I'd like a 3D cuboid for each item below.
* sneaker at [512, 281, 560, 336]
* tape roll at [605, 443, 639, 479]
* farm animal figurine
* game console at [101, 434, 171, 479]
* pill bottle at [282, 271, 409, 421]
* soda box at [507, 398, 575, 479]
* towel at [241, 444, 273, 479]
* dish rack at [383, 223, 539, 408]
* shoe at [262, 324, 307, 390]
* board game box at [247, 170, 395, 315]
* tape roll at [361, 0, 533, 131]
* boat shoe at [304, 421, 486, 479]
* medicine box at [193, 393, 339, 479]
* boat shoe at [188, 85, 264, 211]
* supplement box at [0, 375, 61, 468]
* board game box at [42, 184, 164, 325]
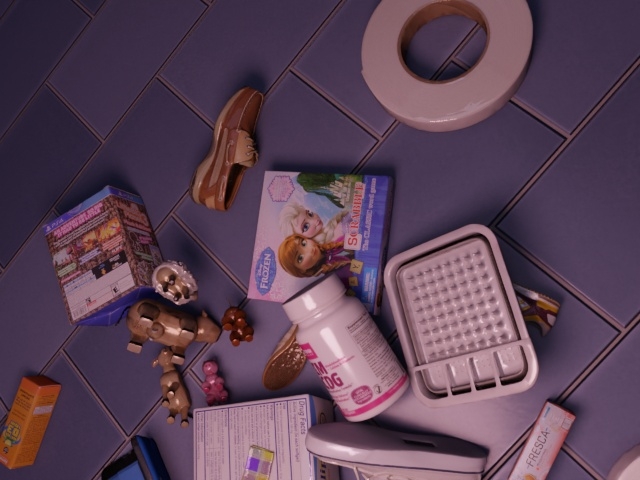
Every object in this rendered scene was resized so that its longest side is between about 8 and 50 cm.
[{"bbox_3d":[0.391,0.131,1.180,0.185,0.069,0.084,22,84,23],"label":"sneaker"},{"bbox_3d":[0.655,0.499,1.003,0.286,0.100,0.286,-3,79,19],"label":"tape roll"},{"bbox_3d":[-0.331,0.241,1.367,0.327,0.172,0.330,38,97,-20],"label":"farm animal figurine"},{"bbox_3d":[-0.426,0.638,1.346,0.173,0.250,0.293,-26,71,-14],"label":"game console"},{"bbox_3d":[0.049,0.219,1.200,0.160,0.160,0.283,-32,91,12],"label":"pill bottle"},{"bbox_3d":[0.432,0.407,1.121,0.058,0.063,0.183,27,90,22],"label":"soda box"},{"bbox_3d":[-0.129,0.467,1.165,0.060,0.009,0.083,9,75,26],"label":"towel"},{"bbox_3d":[0.287,0.157,1.174,0.285,0.072,0.333,-27,71,40],"label":"dish rack"},{"bbox_3d":[-0.063,0.257,1.339,0.076,0.058,0.219,33,98,-9],"label":"shoe"},{"bbox_3d":[0.000,0.000,1.348,0.318,0.066,0.319,4,83,21],"label":"board game box"},{"bbox_3d":[0.285,-0.445,1.319,0.392,0.072,0.392,-3,80,19],"label":"tape roll"},{"bbox_3d":[0.141,0.468,1.143,0.367,0.136,0.156,10,93,-10],"label":"boat shoe"},{"bbox_3d":[-0.119,0.489,1.243,0.289,0.149,0.263,-12,67,17],"label":"medicine box"},{"bbox_3d":[-0.212,-0.222,1.446,0.120,0.122,0.324,28,99,17],"label":"boat shoe"},{"bbox_3d":[-0.795,0.491,1.551,0.078,0.080,0.233,18,89,24],"label":"supplement box"},{"bbox_3d":[-0.560,0.047,1.506,0.232,0.141,0.291,-28,72,14],"label":"board game box"}]
